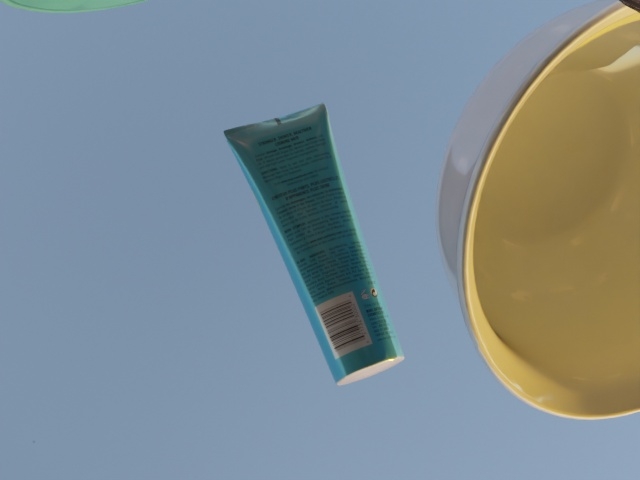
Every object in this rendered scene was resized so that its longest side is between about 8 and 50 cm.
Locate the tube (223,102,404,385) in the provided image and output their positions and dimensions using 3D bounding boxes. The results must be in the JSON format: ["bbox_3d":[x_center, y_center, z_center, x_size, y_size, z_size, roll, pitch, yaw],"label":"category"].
[{"bbox_3d":[0.000,0.000,0.824,0.080,0.052,0.207,-16,-104,-16],"label":"tube"}]

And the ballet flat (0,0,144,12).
[{"bbox_3d":[-0.049,-0.130,0.432,0.206,0.073,0.067,-14,-102,-46],"label":"ballet flat"}]

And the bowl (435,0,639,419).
[{"bbox_3d":[0.187,-0.039,0.762,0.298,0.134,0.297,-11,-64,-24],"label":"bowl"}]

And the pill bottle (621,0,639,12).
[{"bbox_3d":[0.155,-0.164,0.472,0.130,0.246,0.130,2,-83,20],"label":"pill bottle"}]
